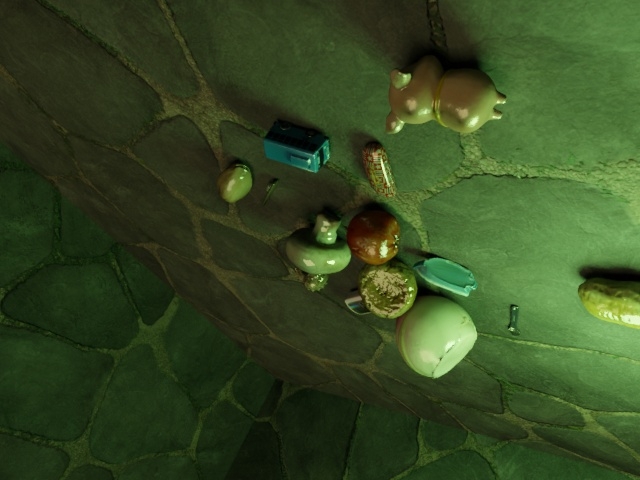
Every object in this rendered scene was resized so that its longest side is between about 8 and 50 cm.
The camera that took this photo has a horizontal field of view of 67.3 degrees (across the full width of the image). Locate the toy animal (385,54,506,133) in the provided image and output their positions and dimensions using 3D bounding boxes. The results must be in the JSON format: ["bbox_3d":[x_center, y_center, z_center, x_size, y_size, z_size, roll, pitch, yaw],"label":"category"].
[{"bbox_3d":[0.271,-0.308,1.045,0.247,0.149,0.165,9,131,12],"label":"toy animal"}]

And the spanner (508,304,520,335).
[{"bbox_3d":[0.701,0.291,1.733,0.046,0.012,0.209,12,146,27],"label":"spanner"}]

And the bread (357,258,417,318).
[{"bbox_3d":[0.249,0.166,1.761,0.229,0.123,0.230,6,104,25],"label":"bread"}]

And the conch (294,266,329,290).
[{"bbox_3d":[-0.042,0.117,1.992,0.155,0.130,0.207,3,129,18],"label":"conch"}]

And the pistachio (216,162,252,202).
[{"bbox_3d":[-0.310,-0.210,1.741,0.126,0.108,0.185,10,146,-14],"label":"pistachio"}]

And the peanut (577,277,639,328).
[{"bbox_3d":[0.827,0.167,1.314,0.224,0.129,0.129,7,144,35],"label":"peanut"}]

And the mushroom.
[{"bbox_3d":[0.000,0.000,1.727,0.243,0.244,0.244,22,150,13],"label":"mushroom"}]

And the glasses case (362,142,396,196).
[{"bbox_3d":[0.167,-0.197,1.394,0.073,0.049,0.195,10,145,32],"label":"glasses case"}]

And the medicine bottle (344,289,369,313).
[{"bbox_3d":[0.205,0.255,2.041,0.115,0.078,0.219,40,150,-16],"label":"medicine bottle"}]

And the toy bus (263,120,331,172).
[{"bbox_3d":[-0.069,-0.274,1.424,0.184,0.106,0.090,19,147,17],"label":"toy bus"}]

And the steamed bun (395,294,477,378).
[{"bbox_3d":[0.404,0.332,1.804,0.309,0.309,0.309,22,150,13],"label":"steamed bun"}]

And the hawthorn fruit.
[{"bbox_3d":[0.157,-0.017,1.556,0.200,0.179,0.179,18,149,21],"label":"hawthorn fruit"}]

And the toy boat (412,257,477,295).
[{"bbox_3d":[0.420,0.127,1.644,0.215,0.088,0.102,22,154,9],"label":"toy boat"}]

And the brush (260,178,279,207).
[{"bbox_3d":[-0.194,-0.175,1.763,0.027,0.034,0.190,40,150,-1],"label":"brush"}]
